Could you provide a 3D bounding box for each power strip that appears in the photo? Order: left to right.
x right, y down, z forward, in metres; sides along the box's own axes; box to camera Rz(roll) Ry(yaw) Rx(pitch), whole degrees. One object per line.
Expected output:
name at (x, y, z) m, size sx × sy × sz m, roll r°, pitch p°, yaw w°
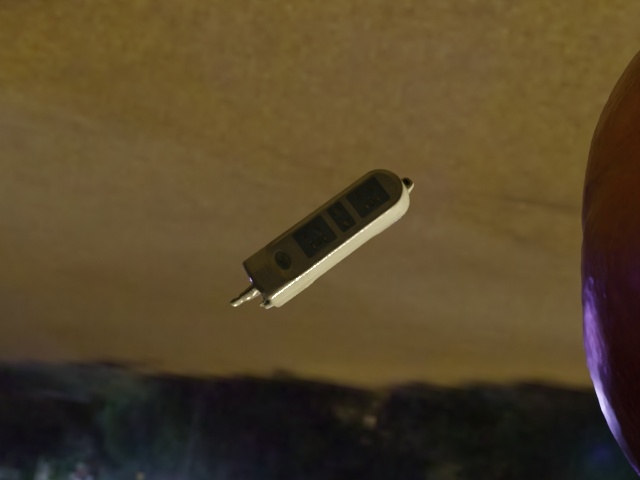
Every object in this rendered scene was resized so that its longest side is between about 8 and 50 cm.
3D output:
power strip at (0.000, 0.000, 1.537) m, size 0.047 × 0.191 × 0.030 m, roll 53°, pitch 178°, yaw 24°

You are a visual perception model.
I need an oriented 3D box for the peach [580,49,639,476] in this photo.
peach at (0.308, 0.009, 1.107) m, size 0.289 × 0.373 × 0.372 m, roll -4°, pitch 171°, yaw 7°
